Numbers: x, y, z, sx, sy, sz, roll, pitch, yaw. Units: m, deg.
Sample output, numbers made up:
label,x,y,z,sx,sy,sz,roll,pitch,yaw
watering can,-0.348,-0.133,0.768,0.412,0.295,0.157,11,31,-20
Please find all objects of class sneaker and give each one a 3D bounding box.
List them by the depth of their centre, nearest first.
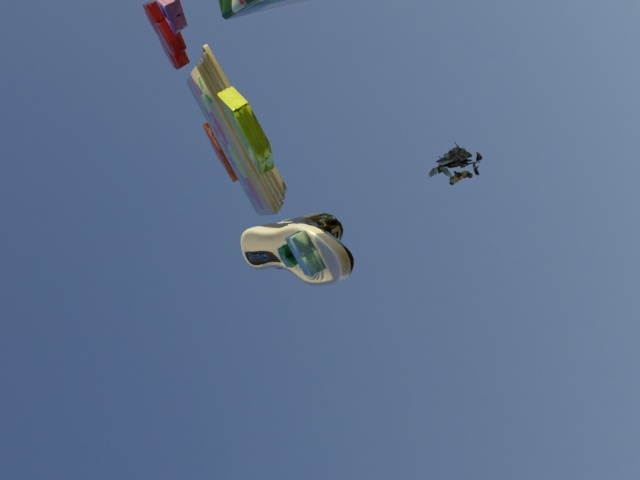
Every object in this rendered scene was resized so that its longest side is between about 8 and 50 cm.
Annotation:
label,x,y,z,sx,sy,sz,roll,pitch,yaw
sneaker,0.000,0.000,1.571,0.121,0.217,0.079,-19,-72,-35

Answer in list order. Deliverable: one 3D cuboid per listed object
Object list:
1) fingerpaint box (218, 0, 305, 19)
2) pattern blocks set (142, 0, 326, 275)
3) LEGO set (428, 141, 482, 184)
label,x,y,z,sx,sy,sz,roll,pitch,yaw
fingerpaint box,0.083,-0.450,1.162,0.444,0.163,0.371,-16,-84,-26
pattern blocks set,-0.088,-0.111,1.240,0.026,0.285,0.325,-29,-76,-9
LEGO set,0.135,-0.080,1.174,0.054,0.083,0.023,-27,-73,-12
